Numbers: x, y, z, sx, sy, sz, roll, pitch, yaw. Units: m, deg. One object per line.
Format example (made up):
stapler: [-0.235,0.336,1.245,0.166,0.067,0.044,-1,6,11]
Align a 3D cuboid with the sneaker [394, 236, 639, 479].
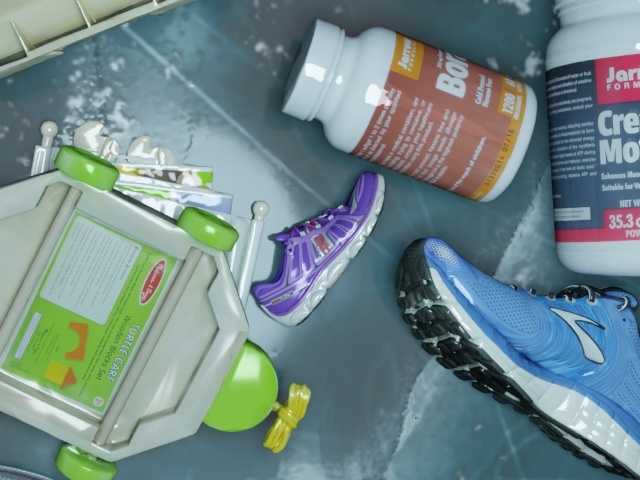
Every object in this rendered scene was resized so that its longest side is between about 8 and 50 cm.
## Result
sneaker: [0.214,0.090,1.152,0.330,0.129,0.147,36,76,-16]

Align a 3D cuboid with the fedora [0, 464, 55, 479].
fedora: [-0.284,0.330,1.049,0.275,0.124,0.244,33,84,-9]

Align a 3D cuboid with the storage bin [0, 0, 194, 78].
storage bin: [-0.220,-0.296,1.012,0.262,0.123,0.261,-19,95,11]

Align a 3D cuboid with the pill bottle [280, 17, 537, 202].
pill bottle: [0.079,-0.124,1.113,0.216,0.121,0.121,20,87,-11]

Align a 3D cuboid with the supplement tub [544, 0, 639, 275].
supplement tub: [0.308,-0.108,1.120,0.191,0.191,0.272,-4,92,-10]

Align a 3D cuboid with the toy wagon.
toy wagon: [-0.173,0.087,1.080,0.344,0.068,0.267,27,97,-11]

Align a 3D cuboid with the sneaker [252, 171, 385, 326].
sneaker: [0.000,0.000,1.129,0.071,0.068,0.170,38,85,-3]

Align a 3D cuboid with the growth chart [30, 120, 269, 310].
growth chart: [-0.164,-0.008,1.120,0.237,0.021,0.172,18,87,-10]
